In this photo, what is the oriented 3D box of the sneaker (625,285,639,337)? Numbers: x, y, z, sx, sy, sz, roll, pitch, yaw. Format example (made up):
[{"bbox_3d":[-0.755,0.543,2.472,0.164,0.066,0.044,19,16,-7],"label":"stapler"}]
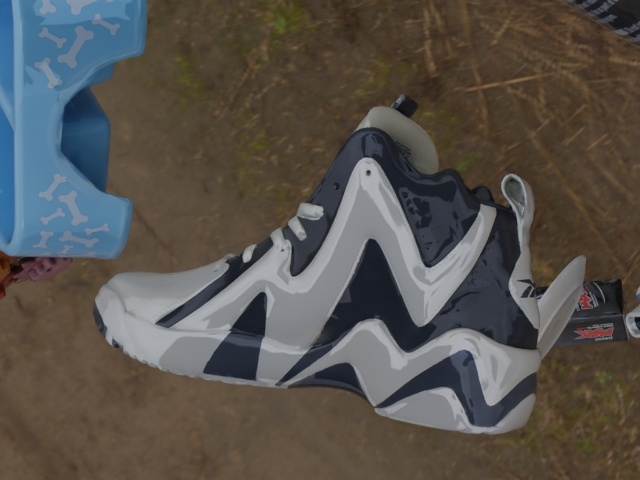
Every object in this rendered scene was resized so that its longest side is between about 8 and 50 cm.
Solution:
[{"bbox_3d":[0.438,0.033,1.160,0.236,0.323,0.130,-20,93,26],"label":"sneaker"}]

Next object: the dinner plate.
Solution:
[{"bbox_3d":[0.213,0.077,1.023,0.017,0.141,0.141,32,117,20],"label":"dinner plate"}]

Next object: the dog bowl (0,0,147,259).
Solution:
[{"bbox_3d":[-0.181,-0.111,0.709,0.166,0.074,0.297,53,144,38],"label":"dog bowl"}]

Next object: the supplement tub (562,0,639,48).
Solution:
[{"bbox_3d":[0.085,-0.130,0.335,0.198,0.106,0.106,31,118,-5],"label":"supplement tub"}]

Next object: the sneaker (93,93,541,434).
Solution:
[{"bbox_3d":[0.000,0.000,0.552,0.235,0.094,0.153,9,89,29],"label":"sneaker"}]

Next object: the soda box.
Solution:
[{"bbox_3d":[0.272,0.089,1.289,0.169,0.053,0.060,-8,140,19],"label":"soda box"}]

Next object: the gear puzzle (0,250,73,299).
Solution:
[{"bbox_3d":[-0.377,0.064,1.087,0.044,0.339,0.175,57,153,8],"label":"gear puzzle"}]
